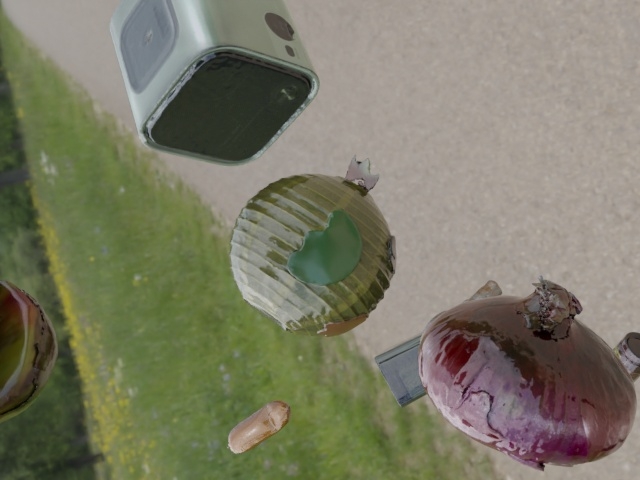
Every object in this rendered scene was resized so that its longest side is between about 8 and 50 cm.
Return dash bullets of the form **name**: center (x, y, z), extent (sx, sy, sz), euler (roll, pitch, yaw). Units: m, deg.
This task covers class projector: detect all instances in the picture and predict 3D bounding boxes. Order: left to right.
- **projector**: center (-0.179, -0.301, 1.516), extent (0.248, 0.249, 0.249), euler (-43, 54, 34)

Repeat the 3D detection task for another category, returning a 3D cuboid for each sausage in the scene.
- **sausage**: center (-0.116, 0.359, 1.790), extent (0.183, 0.054, 0.062), euler (-40, 63, 26)

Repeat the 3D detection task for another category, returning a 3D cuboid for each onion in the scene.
- **onion**: center (0.333, 0.186, 1.448), extent (0.347, 0.348, 0.285), euler (49, 131, 52)

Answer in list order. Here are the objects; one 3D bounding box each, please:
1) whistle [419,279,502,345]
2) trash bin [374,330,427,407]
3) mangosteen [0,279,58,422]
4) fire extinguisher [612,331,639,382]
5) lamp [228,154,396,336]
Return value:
- **whistle**: center (0.266, 0.157, 1.793), extent (0.057, 0.220, 0.107), euler (36, 160, 38)
- **trash bin**: center (0.260, 0.241, 1.992), extent (0.122, 0.241, 0.164), euler (62, -167, 5)
- **mangosteen**: center (-0.485, 0.116, 0.885), extent (0.421, 0.381, 0.381), euler (40, 178, -29)
- **fire extinguisher**: center (0.597, 0.304, 1.889), extent (0.106, 0.075, 0.252), euler (60, 141, 34)
- **lamp**: center (0.000, 0.000, 1.361), extent (0.250, 0.284, 0.250), euler (30, 168, 7)
